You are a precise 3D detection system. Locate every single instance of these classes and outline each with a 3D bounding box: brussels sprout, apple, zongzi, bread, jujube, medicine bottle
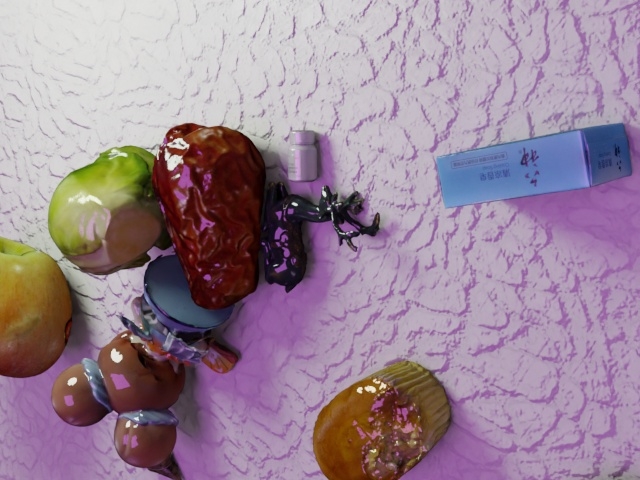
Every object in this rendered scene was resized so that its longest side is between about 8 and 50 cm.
[{"bbox_3d":[-0.393,-0.055,1.848,0.227,0.259,0.294,59,174,-28],"label":"brussels sprout"},{"bbox_3d":[-0.718,0.144,2.137,0.338,0.338,0.305,6,84,39],"label":"apple"},{"bbox_3d":[-0.340,0.504,2.079,0.083,0.040,0.076,53,136,-4],"label":"zongzi"},{"bbox_3d":[0.096,0.321,1.612,0.250,0.133,0.179,-39,71,37],"label":"bread"},{"bbox_3d":[-0.192,-0.042,1.733,0.216,0.216,0.342,11,113,38],"label":"jujube"},{"bbox_3d":[-0.032,-0.148,1.666,0.052,0.052,0.089,8,105,38],"label":"medicine bottle"}]

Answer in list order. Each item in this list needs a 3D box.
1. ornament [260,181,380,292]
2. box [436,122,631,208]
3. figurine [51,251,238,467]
[{"bbox_3d":[0.000,0.000,1.654,0.236,0.080,0.202,4,98,39],"label":"ornament"},{"bbox_3d":[0.299,-0.105,1.342,0.232,0.142,0.083,-10,94,40],"label":"box"},{"bbox_3d":[-0.336,0.242,1.895,0.276,0.248,0.388,36,126,0],"label":"figurine"}]
